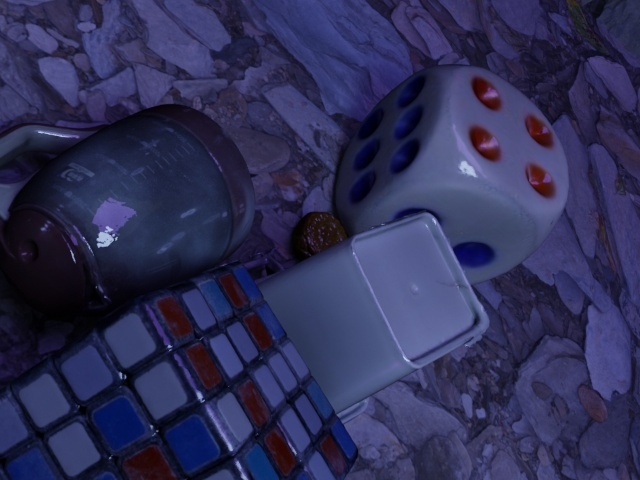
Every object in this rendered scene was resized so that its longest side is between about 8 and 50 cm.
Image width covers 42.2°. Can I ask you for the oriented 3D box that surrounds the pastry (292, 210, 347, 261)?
[{"bbox_3d":[0.000,0.000,1.397,0.109,0.057,0.097,-6,73,-41],"label":"pastry"}]

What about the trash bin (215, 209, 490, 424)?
[{"bbox_3d":[0.010,0.104,1.127,0.255,0.367,0.296,-16,77,-43],"label":"trash bin"}]

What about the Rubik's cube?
[{"bbox_3d":[-0.169,0.224,0.905,0.293,0.287,0.292,59,14,4],"label":"Rubik's cube"}]

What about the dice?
[{"bbox_3d":[0.230,-0.108,1.476,0.304,0.304,0.277,30,51,-25],"label":"dice"}]

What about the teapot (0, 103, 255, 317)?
[{"bbox_3d":[-0.292,-0.047,1.054,0.315,0.233,0.312,36,37,13],"label":"teapot"}]
